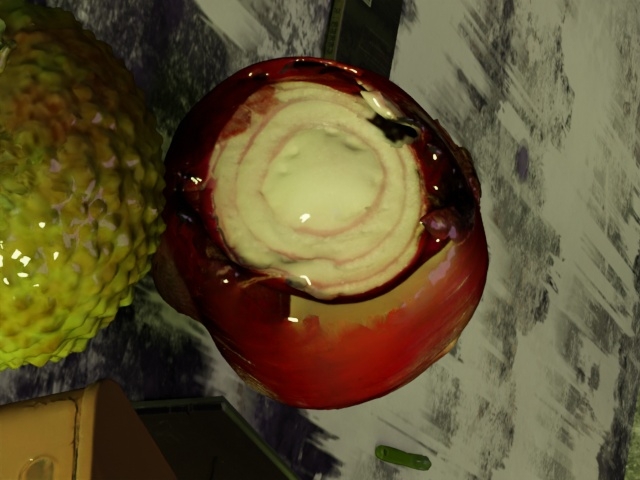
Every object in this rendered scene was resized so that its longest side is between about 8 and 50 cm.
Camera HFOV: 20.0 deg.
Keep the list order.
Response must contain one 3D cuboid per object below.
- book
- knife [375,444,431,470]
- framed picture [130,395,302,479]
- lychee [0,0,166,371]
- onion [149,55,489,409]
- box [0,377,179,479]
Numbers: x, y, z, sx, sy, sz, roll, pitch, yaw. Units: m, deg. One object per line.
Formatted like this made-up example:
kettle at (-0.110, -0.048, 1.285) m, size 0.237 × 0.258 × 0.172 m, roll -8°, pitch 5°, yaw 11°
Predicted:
book at (0.043, -0.204, 2.129) m, size 0.160 × 0.024 × 0.228 m, roll 33°, pitch 65°, yaw -63°
knife at (0.114, 0.291, 2.412) m, size 0.184 × 0.026 × 0.022 m, roll 26°, pitch 59°, yaw -61°
framed picture at (-0.094, 0.228, 1.728) m, size 0.016 × 0.213 × 0.289 m, roll -50°, pitch 161°, yaw 13°
lychee at (-0.229, -0.039, 1.256) m, size 0.320 × 0.269 × 0.270 m, roll 7°, pitch 89°, yaw -63°
onion at (0.005, -0.006, 1.730) m, size 0.341 × 0.341 × 0.341 m, roll 6°, pitch 90°, yaw -67°
box at (-0.214, 0.289, 1.338) m, size 0.339 × 0.229 × 0.239 m, roll 68°, pitch 17°, yaw -48°
